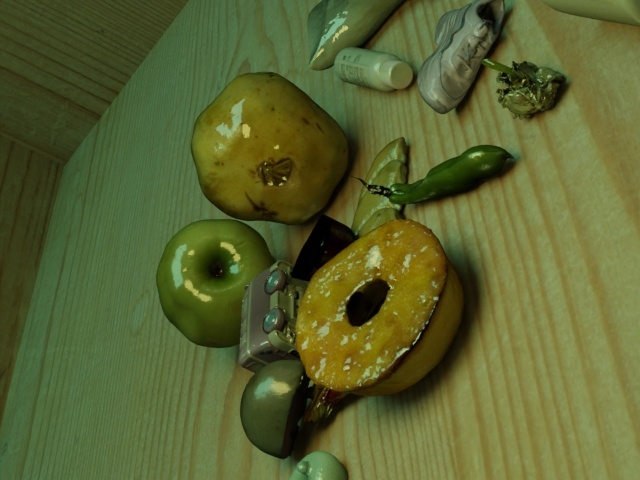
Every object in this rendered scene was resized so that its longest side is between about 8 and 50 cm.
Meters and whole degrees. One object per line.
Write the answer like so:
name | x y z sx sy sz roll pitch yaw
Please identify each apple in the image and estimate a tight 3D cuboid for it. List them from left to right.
apple | -0.213 0.095 2.124 0.279 0.279 0.279 -43 32 35

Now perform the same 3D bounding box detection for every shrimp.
shrimp | 0.063 0.203 1.740 0.294 0.062 0.154 -55 32 11

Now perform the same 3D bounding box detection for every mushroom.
mushroom | -0.080 0.286 1.795 0.141 0.117 0.188 -77 3 -67
mushroom | 0.123 -0.534 2.259 0.397 0.126 0.177 -36 38 40

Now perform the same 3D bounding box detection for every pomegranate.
pomegranate | -0.106 -0.190 2.140 0.332 0.332 0.333 -43 32 35

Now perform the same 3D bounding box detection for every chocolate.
chocolate | 0.016 0.022 1.889 0.149 0.080 0.125 -51 17 48

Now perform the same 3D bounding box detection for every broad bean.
broad bean | 0.197 -0.106 1.737 0.318 0.098 0.056 -12 63 43

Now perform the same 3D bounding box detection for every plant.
plant | 0.319 -0.260 1.645 0.104 0.122 0.116 -58 17 -16

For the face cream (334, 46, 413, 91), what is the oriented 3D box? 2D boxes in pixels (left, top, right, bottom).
face cream | 0.113 -0.357 2.157 0.082 0.082 0.269 -62 27 2

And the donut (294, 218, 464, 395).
donut | 0.102 0.116 1.636 0.302 0.110 0.303 -26 48 32

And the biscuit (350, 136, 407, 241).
biscuit | 0.108 -0.051 1.915 0.154 0.045 0.299 -41 33 40

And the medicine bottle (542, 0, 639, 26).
medicine bottle | 0.454 -0.401 1.416 0.211 0.211 0.371 -60 26 5

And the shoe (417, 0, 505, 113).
shoe | 0.260 -0.340 1.853 0.137 0.095 0.245 -29 35 53

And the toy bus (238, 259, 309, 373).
toy bus | -0.071 0.154 1.937 0.142 0.142 0.203 -42 33 36

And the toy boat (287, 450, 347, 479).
toy boat | -0.033 0.439 1.673 0.208 0.078 0.134 -63 23 2
